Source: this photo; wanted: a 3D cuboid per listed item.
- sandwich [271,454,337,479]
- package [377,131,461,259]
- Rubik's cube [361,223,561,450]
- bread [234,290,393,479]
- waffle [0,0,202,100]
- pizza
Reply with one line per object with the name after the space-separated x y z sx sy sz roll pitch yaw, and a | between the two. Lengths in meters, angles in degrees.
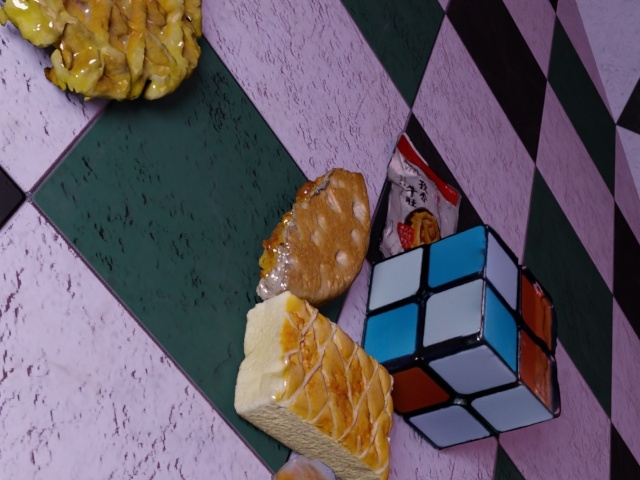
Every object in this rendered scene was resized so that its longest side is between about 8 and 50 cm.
-0.071 0.285 0.642 0.250 0.162 0.301 41 69 -19 | sandwich
0.133 -0.026 1.285 0.154 0.030 0.239 46 38 -30 | package
0.166 0.114 1.114 0.180 0.167 0.183 43 38 -34 | Rubik's cube
0.002 0.147 0.930 0.188 0.068 0.126 42 39 -37 | bread
-0.218 -0.276 0.856 0.325 0.068 0.302 61 31 -8 | waffle
-0.003 0.000 1.027 0.127 0.058 0.246 53 36 -26 | pizza
